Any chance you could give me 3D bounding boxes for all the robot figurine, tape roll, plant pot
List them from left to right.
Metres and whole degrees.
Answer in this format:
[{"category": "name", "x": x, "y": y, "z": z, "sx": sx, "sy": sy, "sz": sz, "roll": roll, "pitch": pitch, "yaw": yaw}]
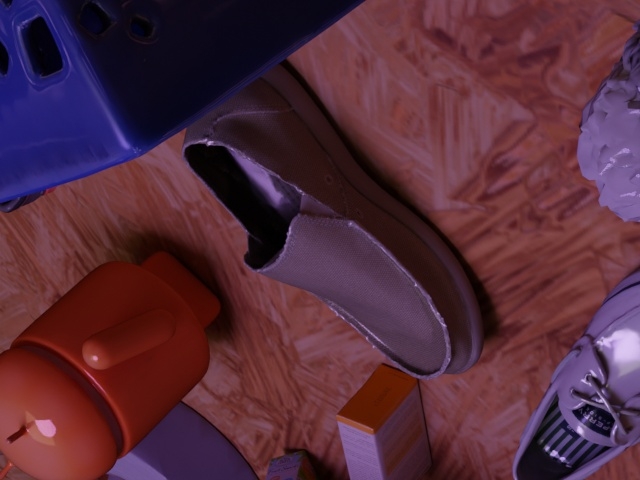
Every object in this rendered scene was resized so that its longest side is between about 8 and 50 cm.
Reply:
[{"category": "plant pot", "x": -0.136, "y": -0.171, "z": 0.917, "sx": 0.236, "sy": 0.236, "sz": 0.212, "roll": -10, "pitch": 113, "yaw": 51}, {"category": "robot figurine", "x": -0.174, "y": 0.101, "z": 1.238, "sx": 0.158, "sy": 0.219, "sz": 0.128, "roll": 7, "pitch": 131, "yaw": 42}, {"category": "tape roll", "x": -0.150, "y": 0.238, "z": 1.486, "sx": 0.219, "sy": 0.072, "sz": 0.219, "roll": 26, "pitch": 142, "yaw": 23}]

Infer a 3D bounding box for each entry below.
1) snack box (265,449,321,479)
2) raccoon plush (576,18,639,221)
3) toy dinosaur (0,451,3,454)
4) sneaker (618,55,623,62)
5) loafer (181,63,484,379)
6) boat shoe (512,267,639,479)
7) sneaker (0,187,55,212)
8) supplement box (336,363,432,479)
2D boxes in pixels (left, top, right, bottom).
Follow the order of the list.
[{"category": "snack box", "x": -0.007, "y": 0.263, "z": 1.339, "sx": 0.037, "sy": 0.100, "sz": 0.141, "roll": -18, "pitch": 117, "yaw": 18}, {"category": "raccoon plush", "x": 0.265, "y": -0.059, "z": 0.474, "sx": 0.216, "sy": 0.299, "sz": 0.446, "roll": 33, "pitch": 126, "yaw": -7}, {"category": "toy dinosaur", "x": -0.396, "y": 0.207, "z": 1.712, "sx": 0.211, "sy": 0.064, "sz": 0.112, "roll": 30, "pitch": 142, "yaw": 20}, {"category": "sneaker", "x": 0.187, "y": -0.130, "z": 0.727, "sx": 0.295, "sy": 0.124, "sz": 0.178, "roll": 49, "pitch": 136, "yaw": -9}, {"category": "loafer", "x": 0.000, "y": 0.000, "z": 1.068, "sx": 0.268, "sy": 0.092, "sz": 0.102, "roll": 48, "pitch": 145, "yaw": -5}, {"category": "boat shoe", "x": 0.186, "y": 0.098, "z": 0.994, "sx": 0.083, "sy": 0.076, "sz": 0.226, "roll": 36, "pitch": 144, "yaw": 12}, {"category": "sneaker", "x": -0.259, "y": -0.088, "z": 1.265, "sx": 0.061, "sy": 0.065, "sz": 0.158, "roll": 10, "pitch": 133, "yaw": 39}, {"category": "supplement box", "x": 0.049, "y": 0.152, "z": 1.202, "sx": 0.036, "sy": 0.062, "sz": 0.098, "roll": 18, "pitch": 136, "yaw": 32}]
